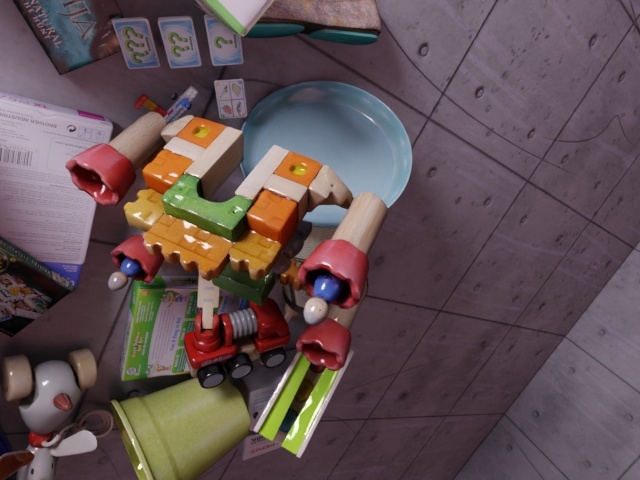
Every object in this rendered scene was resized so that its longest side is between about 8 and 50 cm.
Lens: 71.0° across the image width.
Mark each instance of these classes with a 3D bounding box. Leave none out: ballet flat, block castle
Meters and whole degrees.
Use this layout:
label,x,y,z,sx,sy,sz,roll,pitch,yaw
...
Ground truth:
label,x,y,z,sx,sy,sz,roll,pitch,yaw
ballet flat,-0.033,-0.400,0.768,0.316,0.107,0.106,-11,105,-32
block castle,-0.141,0.018,0.698,0.303,0.453,0.213,97,20,-53

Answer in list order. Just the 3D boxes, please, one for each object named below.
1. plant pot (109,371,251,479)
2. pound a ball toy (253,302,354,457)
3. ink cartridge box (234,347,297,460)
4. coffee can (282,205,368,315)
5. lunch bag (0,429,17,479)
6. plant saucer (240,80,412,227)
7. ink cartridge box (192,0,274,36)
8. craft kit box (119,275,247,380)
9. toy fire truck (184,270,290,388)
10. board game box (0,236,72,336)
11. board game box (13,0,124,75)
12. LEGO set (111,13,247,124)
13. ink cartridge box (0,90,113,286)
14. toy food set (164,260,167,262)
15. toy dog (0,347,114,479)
label,x,y,z,sx,sy,sz,roll,pitch,yaw
plant pot,-0.314,0.440,1.057,0.254,0.276,0.276,-23,130,-33
pound a ball toy,-0.063,0.328,1.109,0.319,0.208,0.136,-60,175,-21
ink cartridge box,-0.134,0.453,1.249,0.197,0.114,0.273,-7,123,-28
coffee can,0.000,0.000,0.971,0.201,0.201,0.275,-21,129,-19
lunch bag,-0.753,0.472,0.784,0.327,0.239,0.385,-12,159,-24
plant saucer,0.010,-0.160,0.833,0.317,0.318,0.044,-26,162,-15
ink cartridge box,-0.172,-0.390,0.557,0.115,0.273,0.198,-48,132,8
craft kit box,-0.305,0.195,1.014,0.246,0.061,0.250,2,118,-36
toy fire truck,-0.181,0.159,0.952,0.217,0.158,0.246,-12,135,-25
board game box,-0.546,0.046,0.702,0.136,0.030,0.260,-35,132,1
board game box,-0.362,-0.347,0.632,0.126,0.026,0.186,-29,131,-12
LEGO set,-0.212,-0.235,0.735,0.182,0.060,0.244,-6,142,-8
ink cartridge box,-0.467,-0.070,0.729,0.185,0.065,0.311,7,114,-35
toy food set,-0.286,0.002,0.920,0.122,0.019,0.078,-15,127,-14
toy dog,-0.526,0.371,0.886,0.220,0.161,0.334,-23,126,-34
